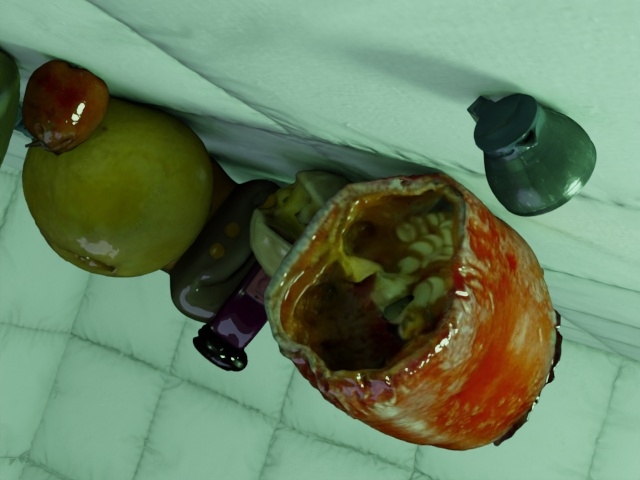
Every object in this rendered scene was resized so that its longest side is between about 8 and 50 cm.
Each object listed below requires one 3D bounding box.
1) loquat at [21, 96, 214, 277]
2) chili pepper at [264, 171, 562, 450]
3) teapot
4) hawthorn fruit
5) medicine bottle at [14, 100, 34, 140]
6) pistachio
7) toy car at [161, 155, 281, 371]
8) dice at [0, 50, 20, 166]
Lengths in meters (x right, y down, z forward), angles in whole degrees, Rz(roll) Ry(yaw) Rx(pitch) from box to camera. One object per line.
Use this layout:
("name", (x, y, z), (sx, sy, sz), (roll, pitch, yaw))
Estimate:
("loquat", (-0.221, -0.060, 1.031), (0.208, 0.208, 0.208), (18, 175, 1))
("chili pepper", (0.110, 0.072, 0.927), (0.229, 0.251, 0.305), (39, -178, 28))
("teapot", (0.120, -0.059, 0.562), (0.057, 0.066, 0.088), (44, -175, -33))
("hawthorn fruit", (-0.257, -0.128, 0.920), (0.081, 0.093, 0.081), (19, 176, 1))
("medicine bottle", (-0.378, -0.151, 1.375), (0.090, 0.054, 0.208), (17, 174, 31))
("pistachio", (0.000, 0.000, 1.075), (0.157, 0.157, 0.229), (16, 169, 22))
("toy car", (-0.136, 0.012, 1.313), (0.240, 0.271, 0.340), (37, 174, -4))
("dice", (-0.423, -0.138, 0.970), (0.166, 0.169, 0.169), (18, 175, -4))
